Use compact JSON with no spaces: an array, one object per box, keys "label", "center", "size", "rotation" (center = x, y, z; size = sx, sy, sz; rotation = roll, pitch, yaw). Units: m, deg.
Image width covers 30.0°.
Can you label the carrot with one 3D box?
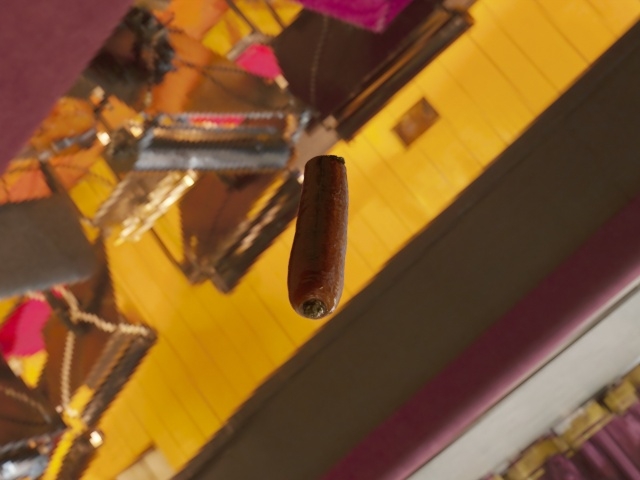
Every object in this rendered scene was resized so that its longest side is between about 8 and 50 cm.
[{"label":"carrot","center":[0.000,0.000,1.383],"size":[0.067,0.225,0.067],"rotation":[4,141,3]}]
